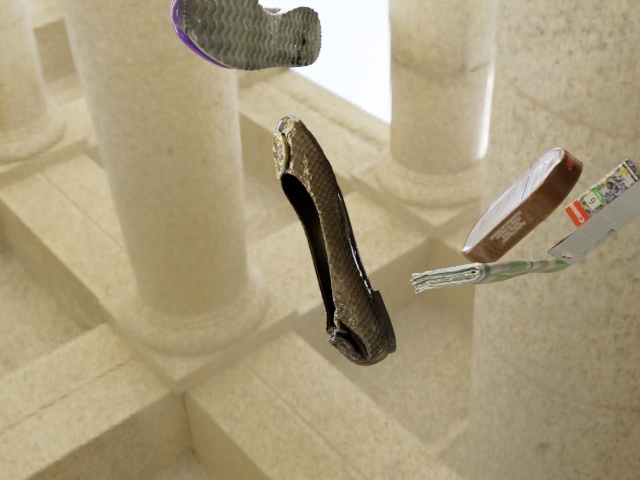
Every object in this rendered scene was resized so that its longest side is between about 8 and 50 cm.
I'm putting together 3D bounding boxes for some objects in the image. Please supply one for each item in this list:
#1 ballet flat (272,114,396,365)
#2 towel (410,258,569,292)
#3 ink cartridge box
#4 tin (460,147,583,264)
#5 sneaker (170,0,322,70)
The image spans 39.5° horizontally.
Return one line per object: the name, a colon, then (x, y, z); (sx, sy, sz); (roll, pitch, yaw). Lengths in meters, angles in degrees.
ballet flat: (0.000, 0.000, 0.831); (0.058, 0.084, 0.250); (-19, -99, -11)
towel: (0.192, 0.039, 1.000); (0.152, 0.023, 0.113); (-2, 173, -37)
ink cartridge box: (0.271, -0.026, 0.867); (0.063, 0.115, 0.029); (22, -146, -48)
tin: (0.240, -0.037, 1.080); (0.040, 0.190, 0.106); (36, -142, -8)
sneaker: (-0.127, -0.274, 1.185); (0.146, 0.102, 0.293); (7, -173, 29)
